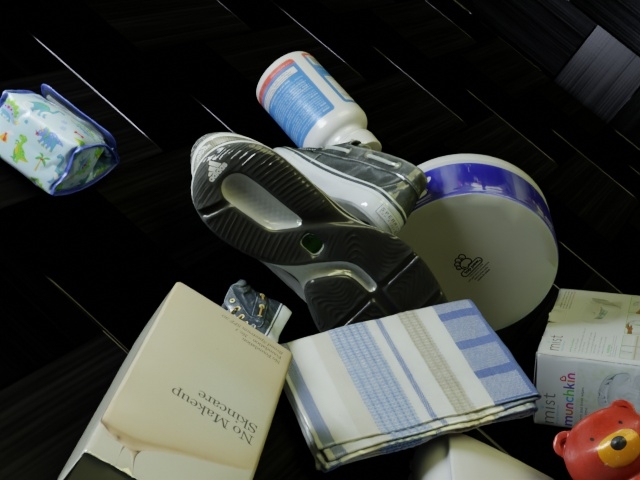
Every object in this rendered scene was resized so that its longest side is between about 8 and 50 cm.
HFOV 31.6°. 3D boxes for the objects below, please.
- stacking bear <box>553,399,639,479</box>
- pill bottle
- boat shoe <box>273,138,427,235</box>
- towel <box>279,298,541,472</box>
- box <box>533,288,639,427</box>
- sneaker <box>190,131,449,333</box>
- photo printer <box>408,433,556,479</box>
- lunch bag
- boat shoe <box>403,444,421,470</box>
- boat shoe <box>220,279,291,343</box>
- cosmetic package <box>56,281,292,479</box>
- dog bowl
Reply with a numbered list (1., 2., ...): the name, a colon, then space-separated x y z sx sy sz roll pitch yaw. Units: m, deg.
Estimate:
1. stacking bear: 0.378 0.317 1.260 0.289 0.175 0.164 60 2 24
2. pill bottle: 0.000 -0.206 1.912 0.124 0.124 0.221 -3 47 -51
3. boat shoe: 0.040 -0.086 1.652 0.335 0.119 0.121 27 -25 52
4. towel: 0.097 0.169 1.372 0.285 0.034 0.209 -13 40 -16
5. box: 0.457 0.180 1.719 0.231 0.126 0.262 4 21 18
6. sneaker: 0.000 -0.001 1.543 0.447 0.169 0.257 43 5 -21
7. photo printer: 0.220 0.380 1.259 0.256 0.107 0.307 30 28 -14
8. lunch bag: -0.336 -0.129 1.443 0.129 0.096 0.151 37 13 7
9. boat shoe: 0.119 0.256 1.414 0.206 0.075 0.065 40 69 -4
10. boat shoe: -0.096 0.110 1.373 0.083 0.065 0.183 35 20 -3
11. cosmetic package: -0.144 0.190 1.134 0.160 0.113 0.309 32 26 -8
12. dog bowl: 0.212 0.010 1.662 0.265 0.265 0.104 27 31 -18
